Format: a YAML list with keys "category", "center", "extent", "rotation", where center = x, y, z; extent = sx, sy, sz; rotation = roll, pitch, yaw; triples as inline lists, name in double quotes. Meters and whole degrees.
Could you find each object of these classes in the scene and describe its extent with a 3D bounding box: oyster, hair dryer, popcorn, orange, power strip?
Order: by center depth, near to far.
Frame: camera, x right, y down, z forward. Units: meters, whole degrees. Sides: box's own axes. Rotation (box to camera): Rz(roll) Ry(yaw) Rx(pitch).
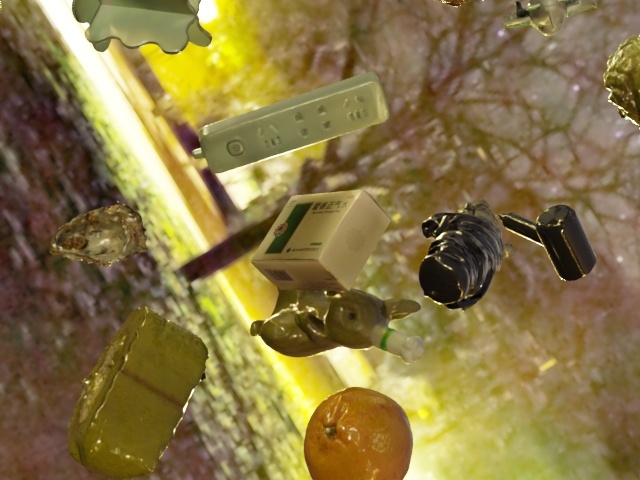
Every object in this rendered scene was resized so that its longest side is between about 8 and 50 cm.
- category: "hair dryer"
  center: [0.372, -0.025, 1.920]
  extent: [0.114, 0.070, 0.248]
  rotation: [59, -9, -27]
- category: "oyster"
  center: [-0.404, -0.002, 2.029]
  extent: [0.105, 0.177, 0.056]
  rotation: [69, -14, -3]
- category: "orange"
  center: [0.067, 0.378, 2.057]
  extent: [0.193, 0.219, 0.219]
  rotation: [39, 8, -23]
- category: "power strip"
  center: [-0.061, -0.219, 2.130]
  extent: [0.062, 0.385, 0.091]
  rotation: [-103, 175, -65]
- category: "popcorn"
  center: [0.718, -0.309, 2.321]
  extent: [0.251, 0.206, 0.237]
  rotation: [45, -11, -34]

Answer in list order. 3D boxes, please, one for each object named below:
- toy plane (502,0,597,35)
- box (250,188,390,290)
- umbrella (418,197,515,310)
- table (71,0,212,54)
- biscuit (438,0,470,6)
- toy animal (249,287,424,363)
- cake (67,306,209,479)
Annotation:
- category: "toy plane"
  center: [0.417, -0.416, 2.042]
  extent: [0.174, 0.174, 0.080]
  rotation: [-125, -158, -88]
- category: "box"
  center: [0.000, 0.000, 2.021]
  extent: [0.212, 0.168, 0.095]
  rotation: [-3, -43, 52]
- category: "umbrella"
  center: [0.161, 0.023, 1.355]
  extent: [0.113, 0.106, 0.358]
  rotation: [68, 17, -2]
- category: "table"
  center: [-0.288, -0.388, 1.876]
  extent: [0.198, 0.166, 0.166]
  rotation: [11, -22, 21]
- category: "biscuit"
  center: [0.312, -0.664, 2.383]
  extent: [0.289, 0.334, 0.081]
  rotation: [32, 0, 19]
- category: "toy animal"
  center: [0.042, 0.145, 2.220]
  extent: [0.180, 0.363, 0.181]
  rotation: [54, 45, -31]
- category: "cake"
  center: [-0.290, 0.245, 1.751]
  extent: [0.156, 0.260, 0.179]
  rotation: [32, -15, -15]
